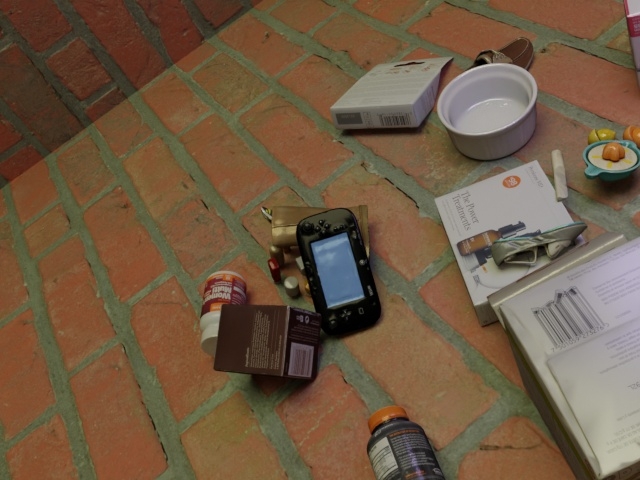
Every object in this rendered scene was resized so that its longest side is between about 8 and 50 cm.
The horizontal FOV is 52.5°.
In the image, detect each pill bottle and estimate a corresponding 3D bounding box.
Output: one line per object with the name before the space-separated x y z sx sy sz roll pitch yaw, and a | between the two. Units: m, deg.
pill bottle | 0.172 0.456 1.305 0.130 0.130 0.246 -27 43 6
pill bottle | -0.271 0.202 1.803 0.121 0.121 0.221 -17 44 16

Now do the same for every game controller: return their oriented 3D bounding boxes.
game controller | 0.046 0.077 1.676 0.166 0.067 0.320 -19 78 16

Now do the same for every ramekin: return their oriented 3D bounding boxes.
ramekin | 0.484 -0.363 1.860 0.277 0.135 0.277 -13 51 17

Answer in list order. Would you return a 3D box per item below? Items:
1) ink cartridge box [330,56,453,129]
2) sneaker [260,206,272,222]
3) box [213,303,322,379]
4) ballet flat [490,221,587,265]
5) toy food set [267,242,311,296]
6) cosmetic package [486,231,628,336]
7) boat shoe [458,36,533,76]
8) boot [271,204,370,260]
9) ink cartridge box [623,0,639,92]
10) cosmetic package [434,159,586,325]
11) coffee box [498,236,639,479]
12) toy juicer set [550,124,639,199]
ink cartridge box | 0.254 -0.502 2.204 0.308 0.091 0.385 4 37 33
sneaker | -0.163 -0.086 2.078 0.035 0.031 0.083 -28 45 -16
box | -0.128 0.250 1.605 0.203 0.168 0.167 -1 77 28
ballet flat | 0.491 0.015 1.450 0.213 0.072 0.068 -14 73 18
toy food set | -0.084 0.084 1.848 0.111 0.105 0.232 -26 59 -13
cosmetic package | 0.516 0.118 1.356 0.296 0.153 0.129 -29 -1 11
boat shoe | 0.537 -0.534 2.015 0.324 0.116 0.123 -44 44 -12
boot | 0.000 0.000 1.790 0.269 0.089 0.236 -2 49 2
ink cartridge box | 0.877 -0.544 1.707 0.117 0.283 0.207 -10 47 27
cosmetic package | 0.465 -0.004 1.588 0.284 0.097 0.377 -20 44 9
coffee box | 0.556 0.249 1.122 0.337 0.334 0.338 -26 45 6
toy juicer set | 0.699 -0.221 1.603 0.328 0.090 0.209 -14 41 -2
